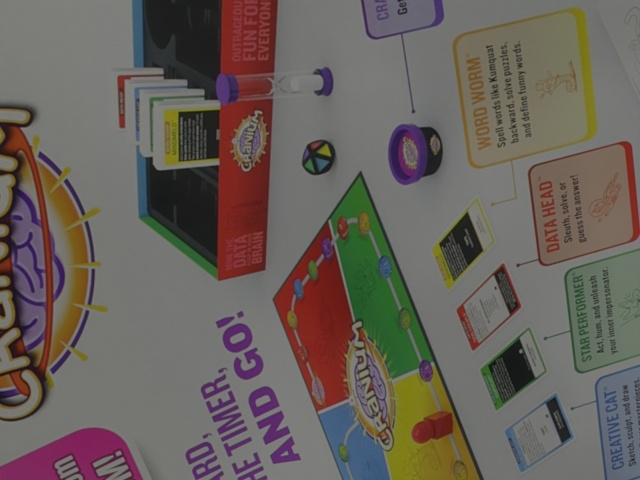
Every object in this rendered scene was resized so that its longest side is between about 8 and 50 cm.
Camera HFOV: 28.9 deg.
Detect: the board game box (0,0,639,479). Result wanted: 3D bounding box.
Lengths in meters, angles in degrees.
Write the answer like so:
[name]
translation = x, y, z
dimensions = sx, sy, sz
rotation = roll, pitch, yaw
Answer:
[board game box]
translation = 0.000, 0.000, 0.405
dimensions = 0.064, 0.316, 0.242
rotation = -140, 39, -66
